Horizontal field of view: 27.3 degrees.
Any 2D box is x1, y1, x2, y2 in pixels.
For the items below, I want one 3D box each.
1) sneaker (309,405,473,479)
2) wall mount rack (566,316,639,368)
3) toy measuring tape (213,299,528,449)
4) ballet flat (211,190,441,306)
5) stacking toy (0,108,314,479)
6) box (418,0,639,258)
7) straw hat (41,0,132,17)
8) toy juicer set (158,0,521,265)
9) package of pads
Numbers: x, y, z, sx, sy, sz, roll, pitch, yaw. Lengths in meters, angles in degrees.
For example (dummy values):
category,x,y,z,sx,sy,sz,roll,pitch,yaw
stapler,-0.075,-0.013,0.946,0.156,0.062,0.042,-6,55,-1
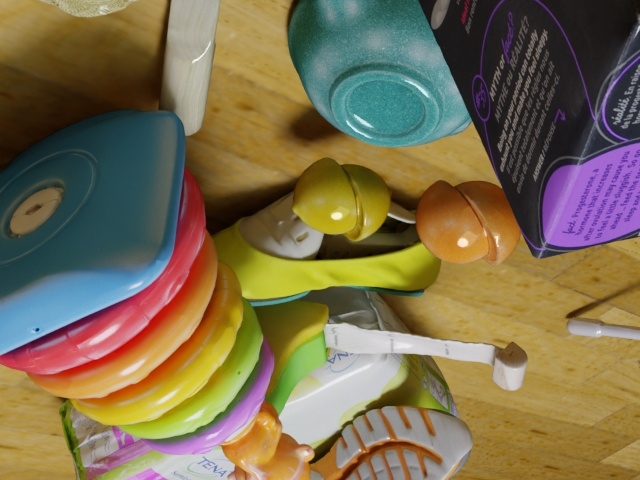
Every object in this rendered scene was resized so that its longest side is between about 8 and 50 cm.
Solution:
category,x,y,z,sx,sy,sz,roll,pitch,yaw
sneaker,0.051,0.196,1.109,0.083,0.084,0.215,6,151,-44
wall mount rack,0.431,0.074,1.285,0.304,0.130,0.350,-36,146,19
toy measuring tape,-0.019,0.106,0.972,0.330,0.121,0.121,8,150,9
ballet flat,0.000,0.000,0.978,0.231,0.077,0.077,0,123,-35
stacking toy,-0.091,0.077,0.848,0.175,0.165,0.302,-25,127,19
box,0.129,-0.153,0.596,0.143,0.270,0.165,-11,149,-14
straw hat,-0.115,-0.147,0.654,0.145,0.061,0.144,-6,146,-4
toy juicer set,0.025,-0.093,0.825,0.329,0.089,0.209,26,141,-19
package of pads,-0.050,0.152,1.151,0.297,0.101,0.229,-26,150,9
